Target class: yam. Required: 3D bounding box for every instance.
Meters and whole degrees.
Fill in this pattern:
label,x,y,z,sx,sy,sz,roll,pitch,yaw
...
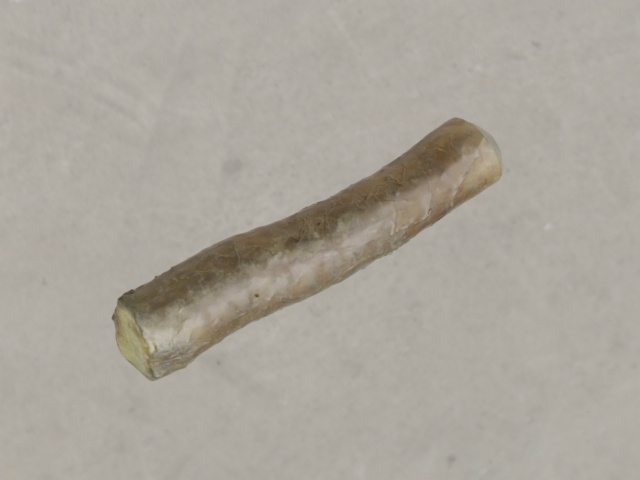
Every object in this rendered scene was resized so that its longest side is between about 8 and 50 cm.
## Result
label,x,y,z,sx,sy,sz,roll,pitch,yaw
yam,0.000,0.000,0.811,0.299,0.066,0.066,-28,134,-20
